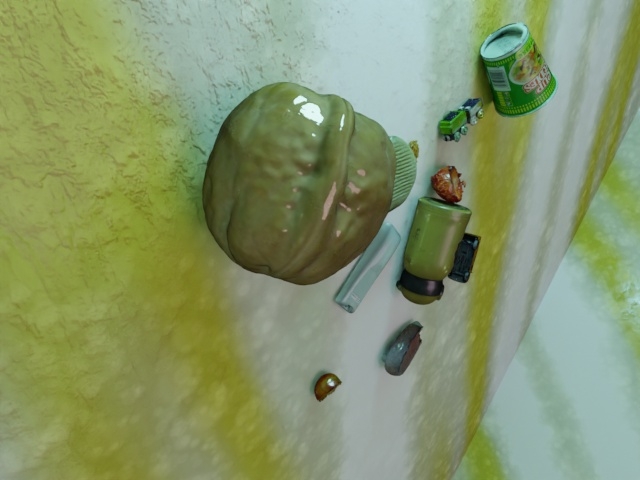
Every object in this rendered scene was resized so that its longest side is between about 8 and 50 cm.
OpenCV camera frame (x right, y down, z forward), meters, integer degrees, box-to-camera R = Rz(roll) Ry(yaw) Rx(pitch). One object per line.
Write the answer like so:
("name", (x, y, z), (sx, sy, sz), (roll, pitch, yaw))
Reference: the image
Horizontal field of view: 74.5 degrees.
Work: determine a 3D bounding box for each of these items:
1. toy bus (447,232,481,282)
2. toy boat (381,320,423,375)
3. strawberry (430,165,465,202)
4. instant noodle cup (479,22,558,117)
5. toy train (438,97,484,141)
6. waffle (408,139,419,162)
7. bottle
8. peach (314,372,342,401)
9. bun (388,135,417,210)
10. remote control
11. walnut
("toy bus", (0.571, 0.067, 1.660), (0.088, 0.083, 0.194), (-5, 111, -54))
("toy boat", (0.303, 0.403, 1.575), (0.227, 0.085, 0.155), (-44, 144, -36))
("strawberry", (0.420, -0.181, 1.384), (0.188, 0.082, 0.121), (-26, 98, -60))
("instant noodle cup", (0.620, -0.549, 1.352), (0.233, 0.207, 0.207), (39, 80, -38))
("toy train", (0.453, -0.389, 1.344), (0.202, 0.060, 0.081), (-43, 128, -24))
("waffle", (0.267, -0.253, 1.256), (0.085, 0.016, 0.078), (-42, 133, -22))
("bottle", (0.362, 0.044, 1.385), (0.172, 0.171, 0.351), (-5, 115, -43))
("peach", (0.018, 0.453, 1.314), (0.098, 0.061, 0.098), (-33, 159, -14))
("bun", (0.158, -0.172, 1.121), (0.221, 0.108, 0.221), (-12, 110, -37))
("remote control", (0.154, 0.086, 1.282), (0.293, 0.051, 0.103), (-55, 137, -9))
("walnut", (-0.039, -0.100, 0.806), (0.381, 0.381, 0.381), (-21, 123, -37))
